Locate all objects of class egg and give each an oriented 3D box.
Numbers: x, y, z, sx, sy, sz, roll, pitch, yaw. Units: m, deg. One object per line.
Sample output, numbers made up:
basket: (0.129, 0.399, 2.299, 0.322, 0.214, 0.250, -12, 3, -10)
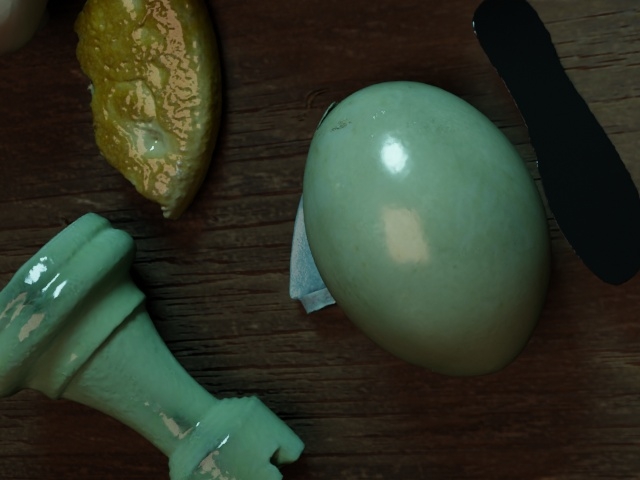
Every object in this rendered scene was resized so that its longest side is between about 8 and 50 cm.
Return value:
egg: (0.085, -0.008, 1.028, 0.186, 0.186, 0.253, -31, 89, 27)

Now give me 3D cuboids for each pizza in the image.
pizza: (-0.154, -0.151, 1.174, 0.134, 0.056, 0.271, -9, 100, 24)

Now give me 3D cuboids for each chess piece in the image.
chess piece: (-0.163, 0.136, 1.191, 0.299, 0.194, 0.194, 41, 116, 0)

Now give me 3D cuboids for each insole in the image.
insole: (0.195, -0.084, 1.031, 0.253, 0.086, 0.005, 65, 155, 2)

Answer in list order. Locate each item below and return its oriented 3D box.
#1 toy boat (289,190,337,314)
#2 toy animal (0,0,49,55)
toy boat: (0.000, -0.001, 1.162, 0.096, 0.034, 0.122, -22, 85, 27)
toy animal: (-0.336, -0.266, 1.126, 0.221, 0.229, 0.210, 19, 89, 23)
